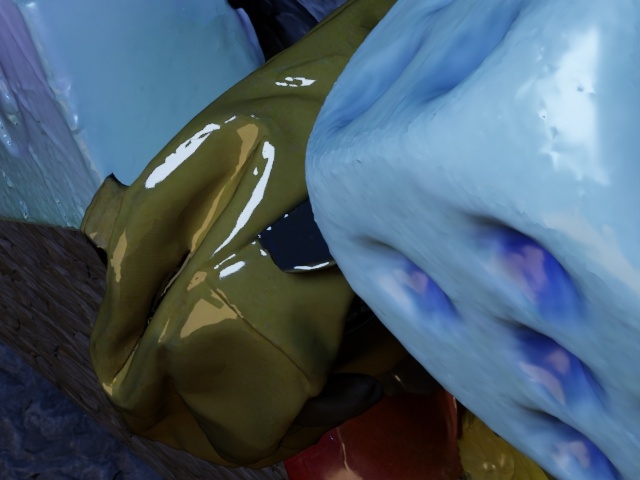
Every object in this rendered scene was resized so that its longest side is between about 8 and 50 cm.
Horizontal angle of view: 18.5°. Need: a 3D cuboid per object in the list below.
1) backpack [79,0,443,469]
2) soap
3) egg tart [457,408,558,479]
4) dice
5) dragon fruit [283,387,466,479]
[{"bbox_3d":[0.019,-0.001,1.183,0.201,0.353,0.378,50,165,13],"label":"backpack"},{"bbox_3d":[-0.213,-0.148,1.460,0.446,0.156,0.261,9,124,62],"label":"soap"},{"bbox_3d":[0.197,0.181,1.422,0.345,0.132,0.345,54,159,30],"label":"egg tart"},{"bbox_3d":[0.175,-0.042,0.859,0.262,0.268,0.264,46,162,-13],"label":"dice"},{"bbox_3d":[0.083,0.172,1.650,0.227,0.224,0.224,36,165,-23],"label":"dragon fruit"}]
